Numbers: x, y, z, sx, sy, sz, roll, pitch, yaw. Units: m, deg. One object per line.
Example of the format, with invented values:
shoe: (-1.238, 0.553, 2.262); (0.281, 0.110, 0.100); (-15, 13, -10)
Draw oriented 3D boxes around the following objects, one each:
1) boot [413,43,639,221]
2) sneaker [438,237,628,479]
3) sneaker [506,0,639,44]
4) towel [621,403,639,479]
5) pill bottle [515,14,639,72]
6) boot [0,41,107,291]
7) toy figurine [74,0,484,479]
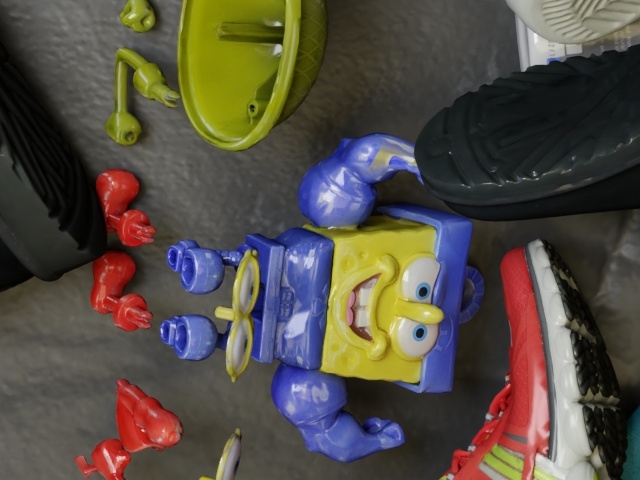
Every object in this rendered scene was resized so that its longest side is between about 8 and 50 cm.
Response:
boot: (0.192, -0.010, 1.002); (0.246, 0.094, 0.207); (-19, 129, 0)
sneaker: (0.111, 0.130, 1.026); (0.118, 0.107, 0.279); (-9, 66, 21)
sneaker: (0.231, -0.245, 0.975); (0.350, 0.131, 0.148); (-24, 59, -12)
towel: (0.216, 0.277, 1.090); (0.271, 0.040, 0.370); (42, 85, -9)
pill bottle: (0.184, -0.122, 1.020); (0.137, 0.078, 0.078); (-6, 104, 2)
boot: (-0.310, -0.061, 0.983); (0.260, 0.131, 0.348); (-26, 111, 12)
toy figurine: (0.000, 0.000, 1.049); (0.217, 0.191, 0.362); (2, 98, -31)
